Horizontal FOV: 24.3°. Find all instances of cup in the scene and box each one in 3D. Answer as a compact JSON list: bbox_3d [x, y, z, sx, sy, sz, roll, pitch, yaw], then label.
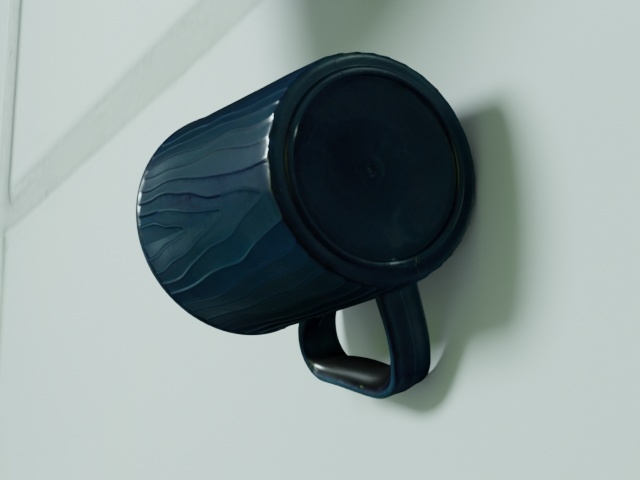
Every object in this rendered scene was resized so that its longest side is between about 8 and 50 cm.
[{"bbox_3d":[0.004,-0.009,0.704,0.113,0.150,0.138,-54,17,-25],"label":"cup"}]
